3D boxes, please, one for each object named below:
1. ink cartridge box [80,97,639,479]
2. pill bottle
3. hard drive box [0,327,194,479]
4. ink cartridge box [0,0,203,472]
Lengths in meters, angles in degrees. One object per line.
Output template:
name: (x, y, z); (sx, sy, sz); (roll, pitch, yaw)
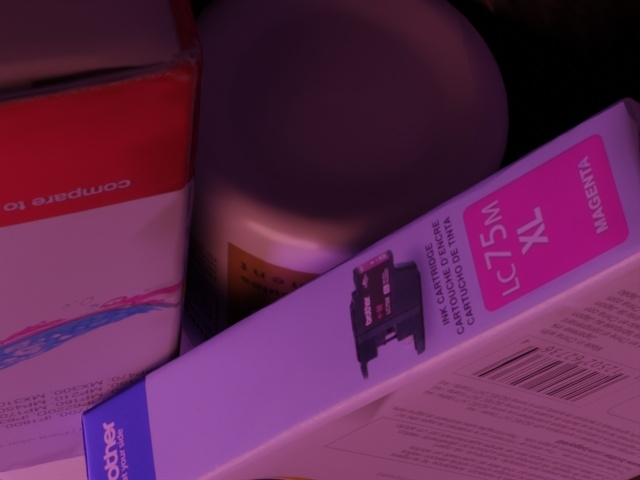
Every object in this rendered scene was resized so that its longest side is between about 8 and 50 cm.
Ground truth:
ink cartridge box: (0.045, 0.066, 0.604); (0.311, 0.065, 0.186); (-33, 146, 31)
pill bottle: (0.000, 0.000, 0.671); (0.131, 0.131, 0.229); (26, 153, 10)
hard drive box: (-0.062, 0.090, 0.821); (0.232, 0.181, 0.089); (35, 116, -9)
ink cartridge box: (-0.131, -0.065, 0.576); (0.131, 0.226, 0.306); (-10, 154, -14)
